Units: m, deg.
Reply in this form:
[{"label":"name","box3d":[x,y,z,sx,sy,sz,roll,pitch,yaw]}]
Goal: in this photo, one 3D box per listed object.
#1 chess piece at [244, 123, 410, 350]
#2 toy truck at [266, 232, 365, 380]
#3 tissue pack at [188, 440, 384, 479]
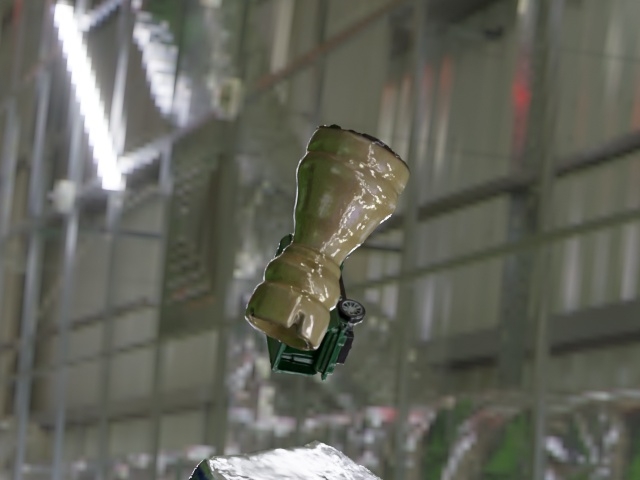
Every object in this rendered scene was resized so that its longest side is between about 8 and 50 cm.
[{"label":"chess piece","box3d":[0.000,0.000,1.138,0.122,0.066,0.066,-64,-165,-17]},{"label":"toy truck","box3d":[-0.008,0.056,1.799,0.147,0.079,0.065,-98,-157,-50]},{"label":"tissue pack","box3d":[-0.049,0.259,1.105,0.270,0.137,0.209,-60,160,7]}]
